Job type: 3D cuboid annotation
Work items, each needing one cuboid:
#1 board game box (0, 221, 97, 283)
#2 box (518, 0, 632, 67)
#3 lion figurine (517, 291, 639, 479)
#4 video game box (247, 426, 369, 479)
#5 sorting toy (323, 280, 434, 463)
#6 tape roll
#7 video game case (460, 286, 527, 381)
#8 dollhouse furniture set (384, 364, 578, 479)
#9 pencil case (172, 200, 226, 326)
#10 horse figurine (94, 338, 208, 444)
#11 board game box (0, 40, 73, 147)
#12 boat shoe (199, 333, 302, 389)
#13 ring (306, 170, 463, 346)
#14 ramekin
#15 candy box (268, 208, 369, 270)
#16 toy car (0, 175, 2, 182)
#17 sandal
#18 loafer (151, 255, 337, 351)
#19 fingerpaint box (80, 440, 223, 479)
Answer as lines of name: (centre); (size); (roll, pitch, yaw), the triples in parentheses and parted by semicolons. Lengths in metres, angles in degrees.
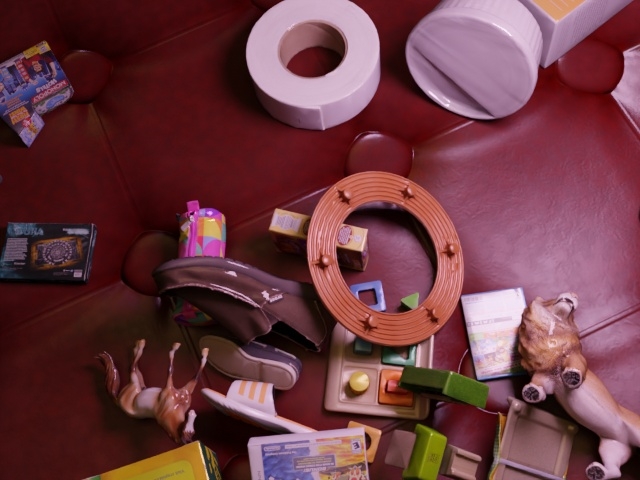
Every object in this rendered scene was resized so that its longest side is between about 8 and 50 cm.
board game box: (-0.558, 0.025, 1.742); (0.186, 0.026, 0.126); (1, 68, 6)
box: (0.538, -0.570, 1.804); (0.345, 0.168, 0.215); (-38, 69, -10)
lion figurine: (0.471, 0.280, 1.475); (0.142, 0.240, 0.392); (-34, 86, 22)
video game box: (-0.016, 0.429, 1.477); (0.205, 0.048, 0.187); (-7, 97, 3)
sorting toy: (0.109, 0.235, 1.583); (0.196, 0.047, 0.347); (4, 69, 7)
tape roll: (-0.013, -0.381, 1.816); (0.286, 0.100, 0.286); (-2, 68, 4)
video game case: (0.337, 0.175, 1.603); (0.119, 0.015, 0.166); (-8, 67, 1)
dollhouse furniture set: (0.279, 0.362, 1.497); (0.301, 0.151, 0.197); (23, 75, -20)
pencil case: (-0.237, 0.049, 1.664); (0.104, 0.104, 0.236); (-4, 68, 4)
horse figurine: (-0.310, 0.273, 1.571); (0.263, 0.066, 0.174); (3, 76, 31)
board game box: (-0.642, -0.312, 1.869); (0.194, 0.060, 0.194); (-30, 69, -7)
boat shoe: (-0.131, 0.222, 1.616); (0.206, 0.075, 0.065); (18, 28, 18)
ring: (0.130, 0.028, 1.585); (0.336, 0.032, 0.336); (7, 72, -23)
ramekin: (0.316, -0.382, 1.706); (0.273, 0.273, 0.127); (23, 60, 14)
candy box: (0.000, 0.000, 1.655); (0.187, 0.109, 0.053); (12, 69, 10)
toy car: (-0.739, -0.094, 1.751); (0.149, 0.155, 0.188); (38, 63, 18)
sandal: (-0.086, 0.305, 1.552); (0.265, 0.102, 0.076); (20, 70, 4)
loafer: (-0.130, 0.121, 1.549); (0.366, 0.134, 0.130); (14, 72, -16)
fingerpaint box: (-0.349, 0.590, 1.419); (0.445, 0.163, 0.371); (-19, 67, -2)
